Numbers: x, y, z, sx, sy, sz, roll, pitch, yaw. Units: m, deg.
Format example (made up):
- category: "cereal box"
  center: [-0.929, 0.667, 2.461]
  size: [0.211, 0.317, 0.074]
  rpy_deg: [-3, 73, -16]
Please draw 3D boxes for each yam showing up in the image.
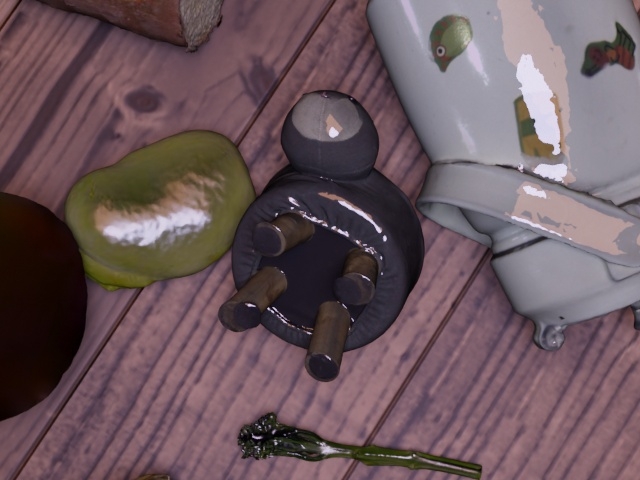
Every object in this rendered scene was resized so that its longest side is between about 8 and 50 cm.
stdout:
- category: "yam"
  center: [-0.201, -0.265, 0.908]
  size: [0.238, 0.129, 0.128]
  rpy_deg: [19, 119, 3]

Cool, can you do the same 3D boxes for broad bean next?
- category: "broad bean"
  center: [-0.143, -0.025, 0.897]
  size: [0.174, 0.082, 0.124]
  rpy_deg: [-18, 87, -2]

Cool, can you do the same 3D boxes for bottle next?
- category: "bottle"
  center: [0.182, -0.074, 0.844]
  size: [0.229, 0.229, 0.352]
  rpy_deg: [-20, 87, -2]

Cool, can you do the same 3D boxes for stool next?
- category: "stool"
  center: [-0.009, 0.000, 0.834]
  size: [0.153, 0.139, 0.228]
  rpy_deg: [-12, 109, 24]

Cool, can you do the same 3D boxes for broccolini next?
- category: "broccolini"
  center: [0.034, 0.192, 0.899]
  size: [0.218, 0.044, 0.042]
  rpy_deg: [13, 68, -3]

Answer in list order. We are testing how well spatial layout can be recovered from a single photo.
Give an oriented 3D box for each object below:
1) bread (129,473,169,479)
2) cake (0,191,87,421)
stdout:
- category: "bread"
  center: [-0.218, 0.283, 0.833]
  size: [0.236, 0.140, 0.106]
  rpy_deg: [-26, 80, -2]
- category: "cake"
  center: [-0.315, 0.050, 0.852]
  size: [0.178, 0.185, 0.208]
  rpy_deg: [8, 107, 42]
